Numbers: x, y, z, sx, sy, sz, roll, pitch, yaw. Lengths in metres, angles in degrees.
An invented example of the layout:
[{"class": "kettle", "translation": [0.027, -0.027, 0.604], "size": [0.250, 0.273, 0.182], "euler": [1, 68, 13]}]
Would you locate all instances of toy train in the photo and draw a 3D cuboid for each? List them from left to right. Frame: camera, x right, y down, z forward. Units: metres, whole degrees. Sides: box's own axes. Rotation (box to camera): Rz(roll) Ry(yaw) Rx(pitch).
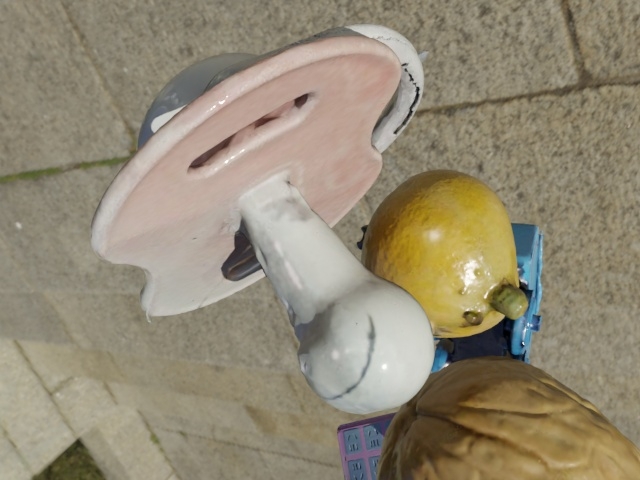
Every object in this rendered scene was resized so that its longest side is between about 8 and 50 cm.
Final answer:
[{"class": "toy train", "translation": [0.288, 0.122, 1.301], "size": [0.188, 0.265, 0.300], "euler": [7, 130, 20]}]

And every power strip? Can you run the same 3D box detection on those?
[{"class": "power strip", "translation": [0.127, 0.306, 1.115], "size": [0.279, 0.038, 0.109], "euler": [-27, 65, 43]}]

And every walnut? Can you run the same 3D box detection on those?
[{"class": "walnut", "translation": [0.222, 0.282, 0.852], "size": [0.313, 0.252, 0.277], "euler": [39, 128, -7]}]

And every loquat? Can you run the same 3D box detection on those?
[{"class": "loquat", "translation": [0.122, 0.020, 0.744], "size": [0.204, 0.150, 0.172], "euler": [43, 136, 46]}]

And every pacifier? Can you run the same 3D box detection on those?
[{"class": "pacifier", "translation": [-0.031, -0.014, 0.550], "size": [0.221, 0.272, 0.332], "euler": [2, 160, 0]}]
